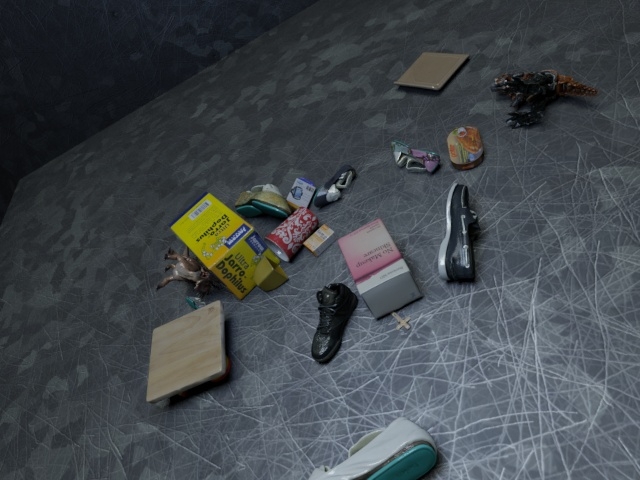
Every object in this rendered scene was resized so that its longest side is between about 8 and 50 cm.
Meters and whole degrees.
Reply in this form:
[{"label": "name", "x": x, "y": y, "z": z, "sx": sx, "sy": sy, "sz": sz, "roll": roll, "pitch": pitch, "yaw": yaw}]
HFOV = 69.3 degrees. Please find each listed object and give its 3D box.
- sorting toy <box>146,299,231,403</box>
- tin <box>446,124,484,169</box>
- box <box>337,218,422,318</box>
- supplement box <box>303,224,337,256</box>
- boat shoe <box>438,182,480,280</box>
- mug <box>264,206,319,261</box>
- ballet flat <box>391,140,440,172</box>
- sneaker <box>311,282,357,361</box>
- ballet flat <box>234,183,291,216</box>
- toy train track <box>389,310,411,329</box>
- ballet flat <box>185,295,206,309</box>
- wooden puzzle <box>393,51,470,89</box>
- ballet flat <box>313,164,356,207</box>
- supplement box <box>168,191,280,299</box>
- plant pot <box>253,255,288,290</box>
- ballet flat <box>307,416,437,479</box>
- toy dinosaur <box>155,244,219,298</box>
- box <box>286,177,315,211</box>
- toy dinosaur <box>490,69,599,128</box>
[{"label": "sorting toy", "x": -0.394, "y": 0.353, "z": 1.434, "sx": 0.257, "sy": 0.089, "sz": 0.255, "roll": -24, "pitch": 45, "yaw": 10}, {"label": "tin", "x": 0.473, "y": -0.305, "z": 1.520, "sx": 0.106, "sy": 0.040, "sz": 0.189, "roll": -10, "pitch": 48, "yaw": 18}, {"label": "box", "x": 0.162, "y": 0.075, "z": 1.305, "sx": 0.149, "sy": 0.127, "sz": 0.232, "roll": -28, "pitch": 41, "yaw": 6}, {"label": "supplement box", "x": 0.000, "y": 0.000, "z": 1.540, "sx": 0.098, "sy": 0.036, "sz": 0.062, "roll": -43, "pitch": 45, "yaw": -9}, {"label": "boat shoe", "x": 0.395, "y": -0.027, "z": 1.279, "sx": 0.091, "sy": 0.114, "sz": 0.302, "roll": -2, "pitch": 64, "yaw": 31}, {"label": "mug", "x": -0.105, "y": -0.034, "z": 1.581, "sx": 0.150, "sy": 0.113, "sz": 0.169, "roll": 30, "pitch": 69, "yaw": 36}, {"label": "ballet flat", "x": 0.307, "y": -0.282, "z": 1.582, "sx": 0.221, "sy": 0.077, "sz": 0.079, "roll": 33, "pitch": 93, "yaw": 44}, {"label": "sneaker", "x": 0.018, "y": 0.213, "z": 1.279, "sx": 0.087, "sy": 0.130, "sz": 0.227, "roll": 9, "pitch": 61, "yaw": 39}, {"label": "ballet flat", "x": -0.205, "y": -0.149, "z": 1.684, "sx": 0.348, "sy": 0.123, "sz": 0.123, "roll": 3, "pitch": 53, "yaw": 56}, {"label": "toy train track", "x": 0.211, "y": 0.210, "z": 1.247, "sx": 0.048, "sy": 0.014, "sz": 0.083, "roll": -41, "pitch": 43, "yaw": -6}, {"label": "ballet flat", "x": -0.426, "y": 0.221, "z": 1.612, "sx": 0.114, "sy": 0.041, "sz": 0.041, "roll": 27, "pitch": 70, "yaw": 43}, {"label": "wooden puzzle", "x": 0.446, "y": -0.678, "z": 1.860, "sx": 0.238, "sy": 0.044, "sz": 0.221, "roll": -45, "pitch": 44, "yaw": -17}, {"label": "ballet flat", "x": 0.057, "y": -0.192, "z": 1.651, "sx": 0.074, "sy": 0.074, "sz": 0.203, "roll": 24, "pitch": 66, "yaw": 42}, {"label": "supplement box", "x": -0.341, "y": 0.009, "z": 1.624, "sx": 0.195, "sy": 0.194, "sz": 0.356, "roll": -45, "pitch": 44, "yaw": -11}, {"label": "plant pot", "x": -0.172, "y": 0.116, "z": 1.516, "sx": 0.083, "sy": 0.081, "sz": 0.081, "roll": -47, "pitch": 43, "yaw": 5}, {"label": "ballet flat", "x": 0.065, "y": 0.520, "z": 1.003, "sx": 0.400, "sy": 0.139, "sz": 0.139, "roll": -32, "pitch": 43, "yaw": -3}, {"label": "toy dinosaur", "x": -0.460, "y": 0.113, "z": 1.655, "sx": 0.295, "sy": 0.200, "sz": 0.127, "roll": -117, "pitch": 42, "yaw": -72}, {"label": "box", "x": -0.073, "y": -0.168, "z": 1.703, "sx": 0.136, "sy": 0.081, "sz": 0.028, "roll": -67, "pitch": 7, "yaw": -32}, {"label": "toy dinosaur", "x": 0.693, "y": -0.489, "z": 1.476, "sx": 0.218, "sy": 0.164, "sz": 0.322, "roll": -39, "pitch": 19, "yaw": -28}]
